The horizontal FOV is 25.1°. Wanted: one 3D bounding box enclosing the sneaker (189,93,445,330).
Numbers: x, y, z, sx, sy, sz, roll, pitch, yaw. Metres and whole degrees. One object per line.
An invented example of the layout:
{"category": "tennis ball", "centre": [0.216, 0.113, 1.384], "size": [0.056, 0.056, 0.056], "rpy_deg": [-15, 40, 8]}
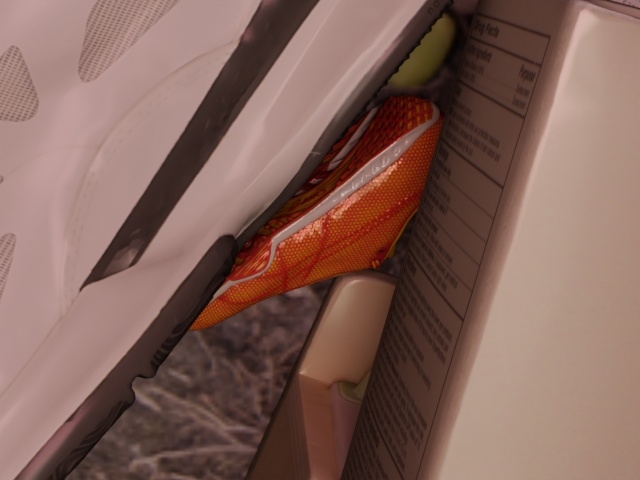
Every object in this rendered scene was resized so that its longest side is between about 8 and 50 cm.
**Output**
{"category": "sneaker", "centre": [0.000, 0.000, 0.722], "size": [0.175, 0.064, 0.067], "rpy_deg": [-33, 120, 12]}

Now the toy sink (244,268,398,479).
{"category": "toy sink", "centre": [0.041, 0.158, 0.748], "size": [0.152, 0.131, 0.234], "rpy_deg": [21, 108, -11]}

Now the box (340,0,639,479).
{"category": "box", "centre": [0.093, 0.060, 0.582], "size": [0.121, 0.148, 0.311], "rpy_deg": [14, 103, -9]}

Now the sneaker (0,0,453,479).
{"category": "sneaker", "centre": [-0.145, -0.060, 0.616], "size": [0.257, 0.169, 0.447], "rpy_deg": [39, 80, -6]}

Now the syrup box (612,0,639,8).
{"category": "syrup box", "centre": [0.181, -0.174, 0.646], "size": [0.093, 0.096, 0.237], "rpy_deg": [30, 108, -12]}
